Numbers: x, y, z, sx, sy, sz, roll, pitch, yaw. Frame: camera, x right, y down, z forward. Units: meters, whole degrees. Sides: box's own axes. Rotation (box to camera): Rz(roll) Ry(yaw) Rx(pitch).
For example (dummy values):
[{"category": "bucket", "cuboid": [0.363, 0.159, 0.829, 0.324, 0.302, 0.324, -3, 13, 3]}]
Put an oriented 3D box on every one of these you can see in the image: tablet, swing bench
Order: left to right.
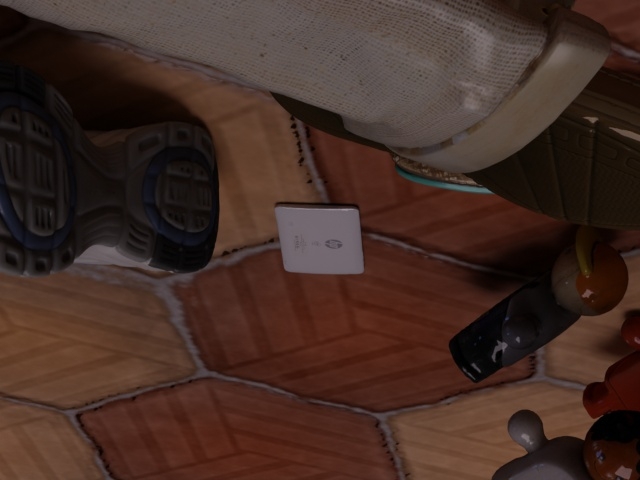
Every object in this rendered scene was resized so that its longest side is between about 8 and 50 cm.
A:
[{"category": "swing bench", "cuboid": [-0.043, -0.162, 0.617, 0.253, 0.255, 0.165, 20, 149, -18]}, {"category": "tablet", "cuboid": [0.000, 0.000, 1.152, 0.054, 0.006, 0.083, 2, 150, 5]}]

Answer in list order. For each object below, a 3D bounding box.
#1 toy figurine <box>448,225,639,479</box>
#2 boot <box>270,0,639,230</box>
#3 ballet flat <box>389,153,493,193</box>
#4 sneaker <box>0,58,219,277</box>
[{"category": "toy figurine", "cuboid": [0.200, 0.116, 1.125, 0.209, 0.213, 0.148, 29, 133, -31]}, {"category": "boot", "cuboid": [0.099, -0.098, 0.758, 0.213, 0.165, 0.077, 20, 146, 28]}, {"category": "ballet flat", "cuboid": [0.143, -0.060, 0.987, 0.206, 0.073, 0.067, 4, 123, -4]}, {"category": "sneaker", "cuboid": [-0.174, -0.028, 0.972, 0.129, 0.111, 0.297, -1, 171, 27]}]
